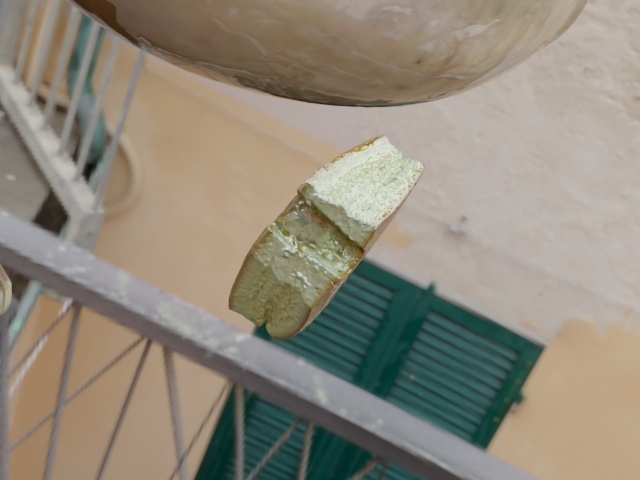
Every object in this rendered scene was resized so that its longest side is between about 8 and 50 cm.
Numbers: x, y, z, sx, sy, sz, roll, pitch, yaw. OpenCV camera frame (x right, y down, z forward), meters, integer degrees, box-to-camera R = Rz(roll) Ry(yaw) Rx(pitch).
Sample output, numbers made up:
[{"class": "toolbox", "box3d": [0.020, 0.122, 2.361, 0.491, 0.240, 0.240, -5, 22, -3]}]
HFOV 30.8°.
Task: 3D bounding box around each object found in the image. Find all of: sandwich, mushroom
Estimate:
[{"class": "sandwich", "box3d": [0.000, 0.000, 1.147, 0.090, 0.244, 0.088, 41, 9, 10]}, {"class": "mushroom", "box3d": [0.015, -0.200, 0.380, 0.292, 0.290, 0.292, 20, 55, -30]}]

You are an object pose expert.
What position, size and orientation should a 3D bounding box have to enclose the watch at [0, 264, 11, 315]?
[{"class": "watch", "box3d": [-0.493, 0.043, 0.994, 0.327, 0.335, 0.314, 50, 4, -11]}]
